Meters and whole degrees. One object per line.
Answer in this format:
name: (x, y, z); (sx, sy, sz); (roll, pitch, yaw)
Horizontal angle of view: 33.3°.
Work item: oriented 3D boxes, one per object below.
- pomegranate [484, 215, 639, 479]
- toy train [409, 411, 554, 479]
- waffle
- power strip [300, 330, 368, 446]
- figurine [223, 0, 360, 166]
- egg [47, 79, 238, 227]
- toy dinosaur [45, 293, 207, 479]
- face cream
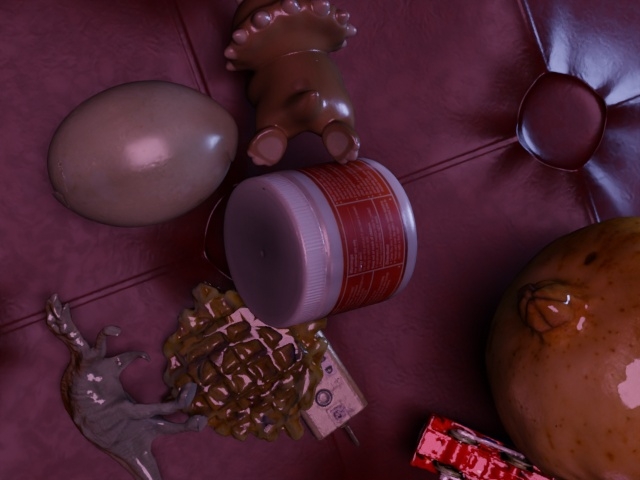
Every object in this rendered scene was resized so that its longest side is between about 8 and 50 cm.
pomegranate: (0.385, 0.147, 1.426); (0.410, 0.410, 0.410); (0, 91, -13)
toy train: (0.232, 0.318, 1.538); (0.204, 0.131, 0.083); (24, 91, -1)
waffle: (-0.108, 0.175, 1.464); (0.223, 0.054, 0.204); (15, 100, -2)
power strip: (-0.018, 0.183, 1.519); (0.092, 0.034, 0.268); (-34, 98, -10)
figurine: (-0.039, -0.240, 1.404); (0.177, 0.173, 0.247); (-2, 47, 4)
egg: (-0.229, -0.113, 1.389); (0.253, 0.186, 0.186); (-20, 95, -10)
toy dinosaur: (-0.243, 0.250, 1.423); (0.205, 0.092, 0.393); (-6, 105, 15)
face cream: (0.000, 0.000, 1.415); (0.187, 0.201, 0.201); (-13, 94, -34)
